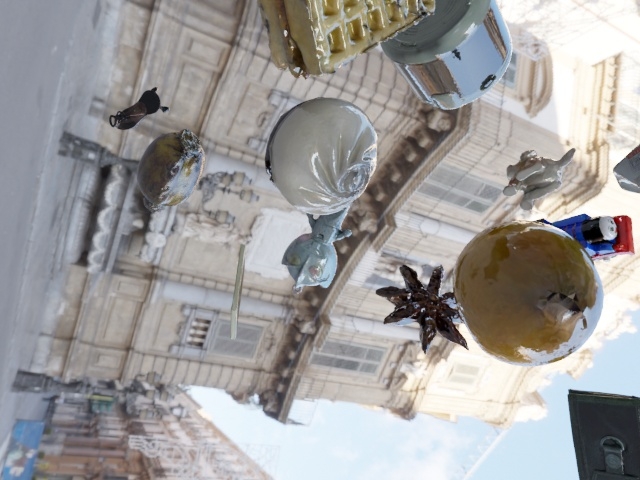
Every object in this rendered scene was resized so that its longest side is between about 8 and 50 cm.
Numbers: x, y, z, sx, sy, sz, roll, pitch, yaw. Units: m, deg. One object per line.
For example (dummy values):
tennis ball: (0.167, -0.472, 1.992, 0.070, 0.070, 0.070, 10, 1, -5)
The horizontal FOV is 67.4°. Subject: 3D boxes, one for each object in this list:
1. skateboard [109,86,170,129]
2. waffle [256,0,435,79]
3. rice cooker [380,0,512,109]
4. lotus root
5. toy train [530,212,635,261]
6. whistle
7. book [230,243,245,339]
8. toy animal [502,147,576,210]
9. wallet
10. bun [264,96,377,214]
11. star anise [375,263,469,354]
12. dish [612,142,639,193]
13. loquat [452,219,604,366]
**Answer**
skateboard: (-0.464, -0.324, 1.208, 0.151, 0.067, 0.080, -28, -172, 13)
waffle: (0.056, -0.434, 0.758, 0.114, 0.376, 0.261, 13, -50, 37)
rice cooker: (0.355, -0.569, 1.358, 0.335, 0.325, 0.335, -13, -114, 32)
lotus root: (-0.304, -0.137, 0.968, 0.209, 0.120, 0.120, -49, -147, 31)
toy train: (0.503, 0.002, 0.971, 0.204, 0.131, 0.082, -24, -130, 54)
whistle: (0.000, -0.001, 1.287, 0.142, 0.134, 0.346, 36, -69, 28)
book: (-0.206, 0.127, 1.196, 0.138, 0.016, 0.198, 103, -9, -49)
toy animal: (0.553, -0.184, 1.197, 0.184, 0.104, 0.185, -45, 178, 34)
wallet: (0.659, 0.465, 1.089, 0.160, 0.055, 0.236, -9, -90, 43)
bun: (0.017, -0.114, 0.691, 0.120, 0.173, 0.172, 38, -66, 39)
star anise: (0.280, 0.167, 1.205, 0.088, 0.288, 0.288, 109, -18, -49)
dish: (0.679, -0.136, 0.926, 0.234, 0.154, 0.064, 88, 13, -70)
loquat: (0.365, 0.093, 0.869, 0.263, 0.263, 0.263, -46, -144, 49)
